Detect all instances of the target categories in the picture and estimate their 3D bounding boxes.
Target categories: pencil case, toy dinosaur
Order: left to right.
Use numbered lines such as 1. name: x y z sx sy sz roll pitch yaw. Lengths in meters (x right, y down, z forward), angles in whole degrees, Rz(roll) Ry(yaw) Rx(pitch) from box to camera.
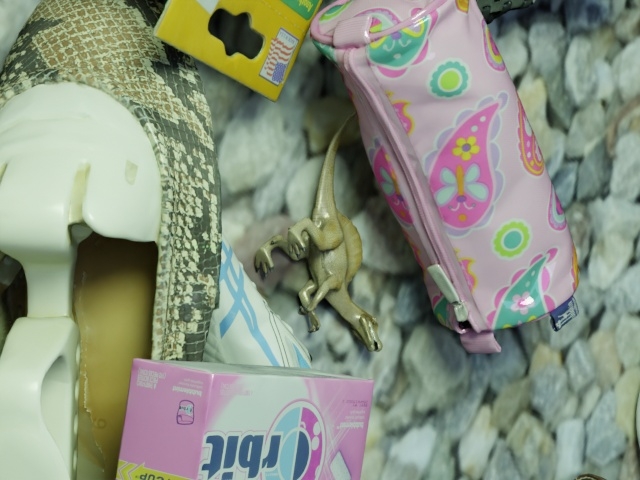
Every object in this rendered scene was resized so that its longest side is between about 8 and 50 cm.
1. toy dinosaur: 0.000 0.000 1.030 0.093 0.053 0.183 -19 104 -45
2. pencil case: 0.096 -0.057 1.010 0.124 0.124 0.284 -39 121 -26

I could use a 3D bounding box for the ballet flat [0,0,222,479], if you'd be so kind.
1. ballet flat: -0.151 0.063 0.843 0.164 0.182 0.482 1 88 12

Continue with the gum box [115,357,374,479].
1. gum box: -0.041 0.132 0.853 0.188 0.062 0.107 11 87 -56

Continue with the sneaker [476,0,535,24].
1. sneaker: 0.120 -0.207 1.077 0.293 0.102 0.146 12 81 -22

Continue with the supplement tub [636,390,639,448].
1. supplement tub: 0.387 0.158 1.183 0.200 0.144 0.144 9 83 -30

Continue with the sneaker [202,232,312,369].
1. sneaker: -0.057 0.069 0.972 0.086 0.085 0.237 -38 106 -50

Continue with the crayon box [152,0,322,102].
1. crayon box: -0.029 -0.269 0.904 0.322 0.083 0.203 -65 160 2

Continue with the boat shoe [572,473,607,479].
1. boat shoe: 0.172 0.268 1.093 0.073 0.073 0.207 42 68 -24
